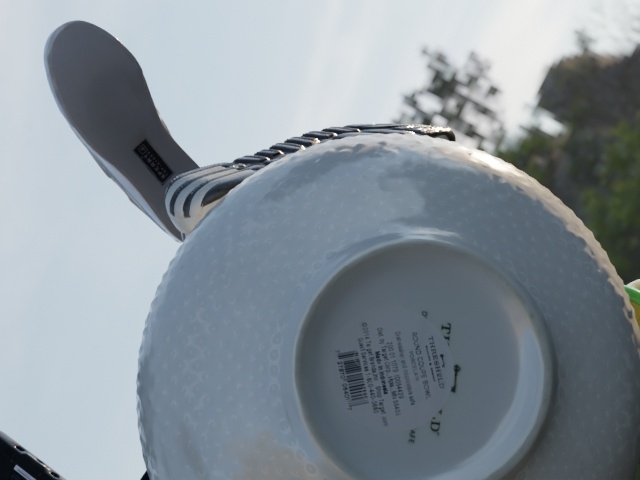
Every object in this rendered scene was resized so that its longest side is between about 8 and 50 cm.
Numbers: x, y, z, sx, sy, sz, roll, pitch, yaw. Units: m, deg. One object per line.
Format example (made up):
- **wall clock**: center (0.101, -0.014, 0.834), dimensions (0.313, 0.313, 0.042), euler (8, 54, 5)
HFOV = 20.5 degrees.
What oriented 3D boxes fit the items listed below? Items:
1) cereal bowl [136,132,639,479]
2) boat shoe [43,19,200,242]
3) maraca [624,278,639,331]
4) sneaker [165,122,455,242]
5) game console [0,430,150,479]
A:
- **cereal bowl**: center (0.053, 0.090, 1.110), dimensions (0.339, 0.339, 0.141), euler (-58, 2, -13)
- **boat shoe**: center (-0.196, -0.102, 1.748), dimensions (0.095, 0.258, 0.084), euler (-37, 19, -18)
- **maraca**: center (0.346, 0.099, 1.667), dimensions (0.186, 0.127, 0.099), euler (40, -91, -32)
- **sneaker**: center (0.000, 0.000, 1.456), dimensions (0.281, 0.106, 0.162), euler (-17, -73, -34)
- **game console**: center (-0.236, 0.276, 1.670), dimensions (0.213, 0.361, 0.044), euler (-55, -41, -9)
